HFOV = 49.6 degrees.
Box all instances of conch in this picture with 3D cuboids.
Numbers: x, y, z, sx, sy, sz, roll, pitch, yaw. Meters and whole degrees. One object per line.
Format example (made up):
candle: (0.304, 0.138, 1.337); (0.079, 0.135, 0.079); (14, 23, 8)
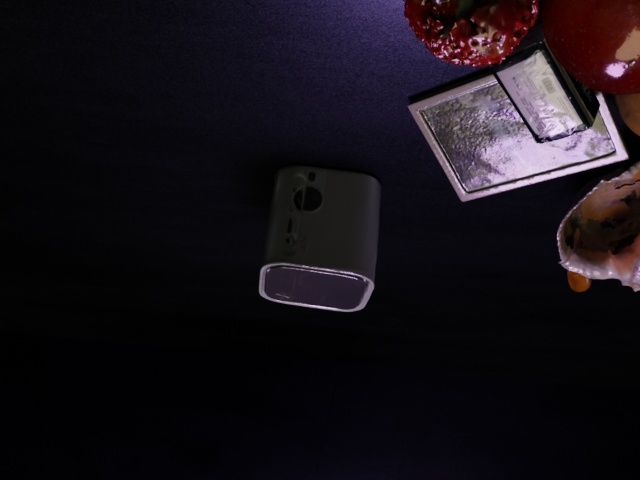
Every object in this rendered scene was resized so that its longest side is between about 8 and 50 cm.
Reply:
conch: (0.627, -0.048, 1.416); (0.297, 0.210, 0.352); (-10, 125, 13)

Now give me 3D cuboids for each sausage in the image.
sausage: (0.692, 0.091, 1.857); (0.062, 0.054, 0.183); (-34, 144, 6)

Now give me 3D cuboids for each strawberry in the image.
strawberry: (0.204, -0.316, 0.949); (0.186, 0.184, 0.201); (3, 165, 14)

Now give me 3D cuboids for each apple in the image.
apple: (0.395, -0.302, 0.879); (0.218, 0.218, 0.201); (10, 151, -10)

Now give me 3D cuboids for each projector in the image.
projector: (0.000, 0.000, 1.575); (0.248, 0.249, 0.248); (8, 155, -3)

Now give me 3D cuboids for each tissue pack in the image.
tissue pack: (0.355, -0.245, 1.096); (0.103, 0.090, 0.170); (-19, 118, 40)

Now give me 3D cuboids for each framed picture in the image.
framed picture: (0.344, -0.198, 1.228); (0.324, 0.020, 0.240); (-13, 123, 35)

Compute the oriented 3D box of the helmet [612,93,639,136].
helmet: (0.586, -0.229, 1.101); (0.224, 0.130, 0.198); (-19, 149, 40)
